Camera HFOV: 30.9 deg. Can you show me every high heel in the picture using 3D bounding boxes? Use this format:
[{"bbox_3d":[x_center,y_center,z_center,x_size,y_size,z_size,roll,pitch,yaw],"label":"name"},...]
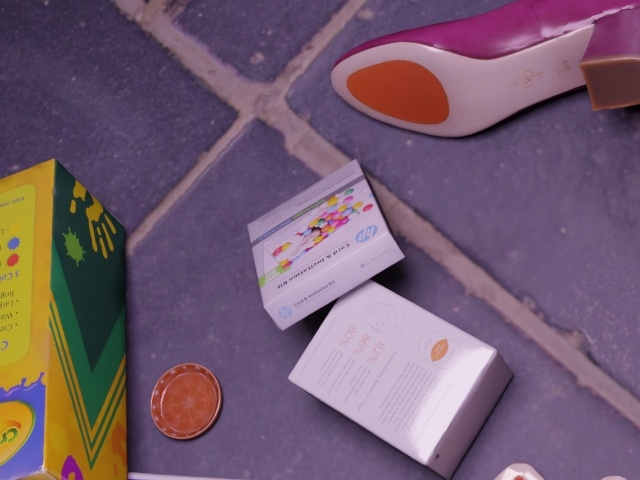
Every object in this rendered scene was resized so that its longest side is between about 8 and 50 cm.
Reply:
[{"bbox_3d":[0.203,-0.209,1.249,0.377,0.127,0.181,5,43,26],"label":"high heel"}]

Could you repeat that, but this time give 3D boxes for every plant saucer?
[{"bbox_3d":[-0.145,0.175,1.259,0.084,0.013,0.083,-7,69,18],"label":"plant saucer"}]

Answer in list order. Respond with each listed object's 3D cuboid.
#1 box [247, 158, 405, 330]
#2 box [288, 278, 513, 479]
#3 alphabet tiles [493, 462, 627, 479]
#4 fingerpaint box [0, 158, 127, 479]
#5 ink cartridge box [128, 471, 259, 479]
[{"bbox_3d":[0.000,0.000,1.203,0.145,0.038,0.186,-31,28,8],"label":"box"},{"bbox_3d":[0.080,0.134,1.146,0.171,0.091,0.130,29,81,28],"label":"box"},{"bbox_3d":[0.216,0.356,1.051,0.284,0.021,0.278,-44,62,0],"label":"alphabet tiles"},{"bbox_3d":[-0.435,0.163,1.253,0.445,0.163,0.371,-19,54,15],"label":"fingerpaint box"},{"bbox_3d":[-0.116,0.329,1.161,0.371,0.069,0.175,-2,69,23],"label":"ink cartridge box"}]
